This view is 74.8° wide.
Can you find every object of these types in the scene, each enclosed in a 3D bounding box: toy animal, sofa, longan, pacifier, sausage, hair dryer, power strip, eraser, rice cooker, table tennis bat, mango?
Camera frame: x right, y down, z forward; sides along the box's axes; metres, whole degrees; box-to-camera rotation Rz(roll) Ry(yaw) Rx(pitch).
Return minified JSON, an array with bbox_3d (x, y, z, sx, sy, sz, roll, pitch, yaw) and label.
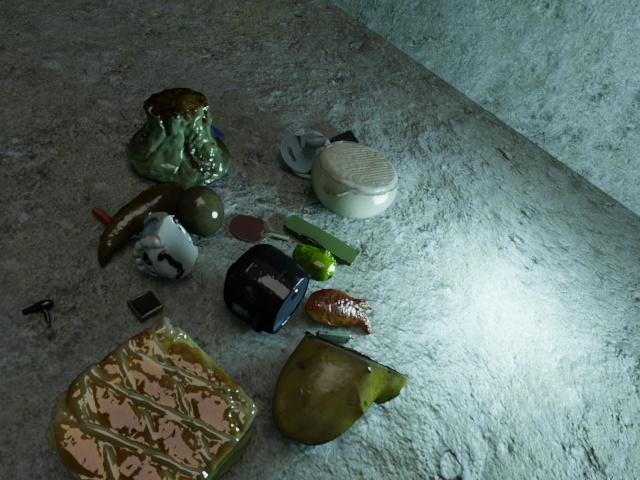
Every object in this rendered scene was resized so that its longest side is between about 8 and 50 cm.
[{"bbox_3d":[-0.517,0.025,1.371,0.156,0.208,0.204,-9,50,16],"label":"toy animal"},{"bbox_3d":[0.114,-0.490,2.111,0.147,0.060,0.085,-31,86,-36],"label":"sofa"},{"bbox_3d":[-0.429,-0.107,1.521,0.159,0.185,0.204,-12,11,-1],"label":"longan"},{"bbox_3d":[-0.033,-0.409,1.887,0.279,0.207,0.227,-20,80,-32],"label":"pacifier"},{"bbox_3d":[-0.749,-0.077,1.456,0.129,0.034,0.034,38,50,12],"label":"sausage"},{"bbox_3d":[-0.807,0.216,1.208,0.079,0.031,0.083,-23,72,-22],"label":"hair dryer"},{"bbox_3d":[0.049,0.328,1.428,0.136,0.051,0.019,11,43,-14],"label":"power strip"},{"bbox_3d":[-0.480,-0.475,1.882,0.084,0.027,0.063,39,49,12],"label":"eraser"},{"bbox_3d":[-0.179,0.154,1.354,0.224,0.267,0.267,29,48,13],"label":"rice cooker"},{"bbox_3d":[-0.237,-0.038,1.633,0.234,0.022,0.131,15,49,-8],"label":"table tennis bat"},{"bbox_3d":[-0.027,0.082,1.563,0.178,0.100,0.119,32,56,12],"label":"mango"}]

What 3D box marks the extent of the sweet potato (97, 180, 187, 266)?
[{"bbox_3d":[-0.618,-0.085,1.454,0.130,0.130,0.423,32,50,6],"label":"sweet potato"}]

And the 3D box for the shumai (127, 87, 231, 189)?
[{"bbox_3d":[-0.535,-0.411,1.617,0.397,0.323,0.324,1,51,-19],"label":"shumai"}]

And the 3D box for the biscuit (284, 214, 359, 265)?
[{"bbox_3d":[0.000,0.000,1.680,0.322,0.038,0.099,29,45,4],"label":"biscuit"}]

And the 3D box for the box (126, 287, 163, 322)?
[{"bbox_3d":[-0.548,0.201,1.309,0.083,0.035,0.079,45,51,15],"label":"box"}]

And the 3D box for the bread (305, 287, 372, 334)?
[{"bbox_3d":[0.073,0.242,1.479,0.268,0.095,0.139,13,57,-16],"label":"bread"}]

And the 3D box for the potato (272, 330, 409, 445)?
[{"bbox_3d":[0.039,0.460,1.244,0.397,0.290,0.296,37,71,-40],"label":"potato"}]

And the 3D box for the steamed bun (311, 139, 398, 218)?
[{"bbox_3d":[0.136,-0.238,1.785,0.374,0.241,0.374,9,47,-10],"label":"steamed bun"}]

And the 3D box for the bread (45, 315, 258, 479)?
[{"bbox_3d":[-0.389,0.456,1.013,0.390,0.279,0.371,42,52,12],"label":"bread"}]
